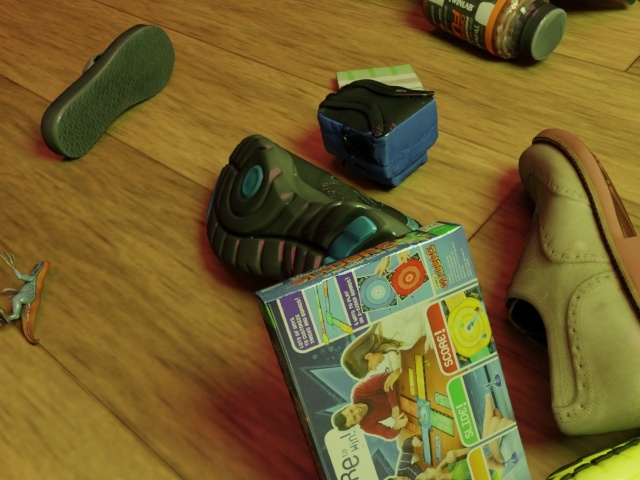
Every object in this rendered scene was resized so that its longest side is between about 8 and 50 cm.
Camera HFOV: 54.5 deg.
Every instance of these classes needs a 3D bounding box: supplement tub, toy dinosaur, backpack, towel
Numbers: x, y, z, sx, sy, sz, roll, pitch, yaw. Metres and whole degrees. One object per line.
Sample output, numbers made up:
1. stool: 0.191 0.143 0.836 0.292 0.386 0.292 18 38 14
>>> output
1. supplement tub: 0.244 -0.324 0.877 0.106 0.106 0.198 -30 50 -22
2. toy dinosaur: -0.288 0.055 0.616 0.090 0.047 0.082 41 44 -1
3. backpack: 0.056 -0.120 0.694 0.098 0.101 0.120 -35 47 -29
4. towel: 0.083 -0.185 0.819 0.113 0.023 0.152 -6 42 -2

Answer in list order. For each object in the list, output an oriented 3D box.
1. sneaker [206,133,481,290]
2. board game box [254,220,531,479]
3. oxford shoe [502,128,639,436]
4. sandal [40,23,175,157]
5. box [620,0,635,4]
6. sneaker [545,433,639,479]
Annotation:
1. sneaker: 0.000 0.000 0.587 0.140 0.125 0.341 19 13 -38
2. board game box: 0.054 0.104 0.407 0.136 0.201 0.035 -20 12 -14
3. oxford shoe: 0.206 0.011 0.535 0.130 0.123 0.348 -31 24 21
4. sandal: -0.286 -0.213 0.833 0.054 0.097 0.254 16 49 22
5. box: 0.300 -0.462 0.936 0.296 0.073 0.293 -6 45 -33
6. sneaker: 0.273 0.169 0.393 0.296 0.109 0.123 -14 69 -12
